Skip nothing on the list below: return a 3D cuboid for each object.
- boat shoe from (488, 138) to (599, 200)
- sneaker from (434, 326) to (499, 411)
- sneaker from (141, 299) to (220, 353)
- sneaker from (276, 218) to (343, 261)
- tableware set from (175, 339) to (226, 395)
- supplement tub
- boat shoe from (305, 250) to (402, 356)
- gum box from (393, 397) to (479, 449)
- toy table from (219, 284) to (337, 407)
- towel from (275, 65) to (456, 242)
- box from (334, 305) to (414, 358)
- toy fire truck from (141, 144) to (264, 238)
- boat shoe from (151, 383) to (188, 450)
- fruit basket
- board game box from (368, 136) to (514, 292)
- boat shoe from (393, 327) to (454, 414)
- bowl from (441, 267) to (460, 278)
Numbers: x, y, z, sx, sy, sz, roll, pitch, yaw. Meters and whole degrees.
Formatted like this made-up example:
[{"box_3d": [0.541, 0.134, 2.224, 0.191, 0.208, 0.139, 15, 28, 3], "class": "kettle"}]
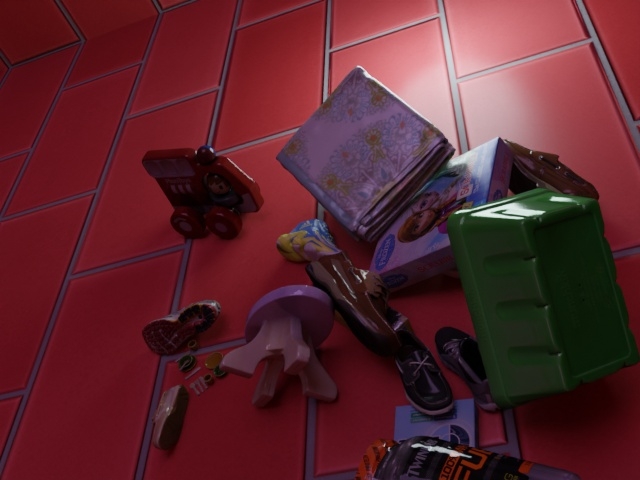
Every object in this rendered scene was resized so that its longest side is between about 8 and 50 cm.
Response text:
[{"box_3d": [0.508, -0.148, 1.835, 0.104, 0.111, 0.307, -31, 49, -9], "class": "boat shoe"}, {"box_3d": [0.284, 0.214, 1.545, 0.086, 0.132, 0.229, -32, 40, -5], "class": "sneaker"}, {"box_3d": [-0.337, 0.210, 1.956, 0.225, 0.088, 0.093, -22, 5, 19], "class": "sneaker"}, {"box_3d": [0.000, 0.000, 1.967, 0.240, 0.091, 0.126, 16, 56, 41], "class": "sneaker"}, {"box_3d": [-0.281, 0.288, 1.873, 0.104, 0.024, 0.154, -36, 40, -10], "class": "tableware set"}, {"box_3d": [0.232, 0.433, 1.265, 0.337, 0.207, 0.207, 7, 51, 27], "class": "supplement tub"}, {"box_3d": [0.083, 0.113, 1.686, 0.120, 0.123, 0.324, -34, 41, -9], "class": "boat shoe"}, {"box_3d": [0.213, 0.387, 1.473, 0.156, 0.041, 0.184, -10, 43, 20], "class": "gum box"}, {"box_3d": [-0.077, 0.229, 1.666, 0.252, 0.274, 0.161, 12, 52, -7], "class": "toy table"}, {"box_3d": [0.100, -0.210, 1.933, 0.320, 0.090, 0.374, -46, 57, 3], "class": "towel"}, {"box_3d": [0.097, 0.165, 1.763, 0.087, 0.058, 0.232, -42, 41, -16], "class": "box"}, {"box_3d": [-0.318, -0.149, 2.178, 0.302, 0.254, 0.169, 0, 48, 30], "class": "toy fire truck"}, {"box_3d": [-0.343, 0.396, 1.770, 0.059, 0.063, 0.170, -14, 32, 21], "class": "boat shoe"}, {"box_3d": [0.379, 0.098, 1.471, 0.282, 0.392, 0.392, -15, 35, -23], "class": "fruit basket"}, {"box_3d": [0.270, -0.054, 1.793, 0.318, 0.066, 0.319, -27, 30, 38], "class": "board game box"}, {"box_3d": [0.193, 0.256, 1.561, 0.084, 0.079, 0.233, -20, 28, -4], "class": "boat shoe"}, {"box_3d": [0.323, 0.031, 1.780, 0.142, 0.053, 0.142, 12, 54, 37], "class": "bowl"}]
